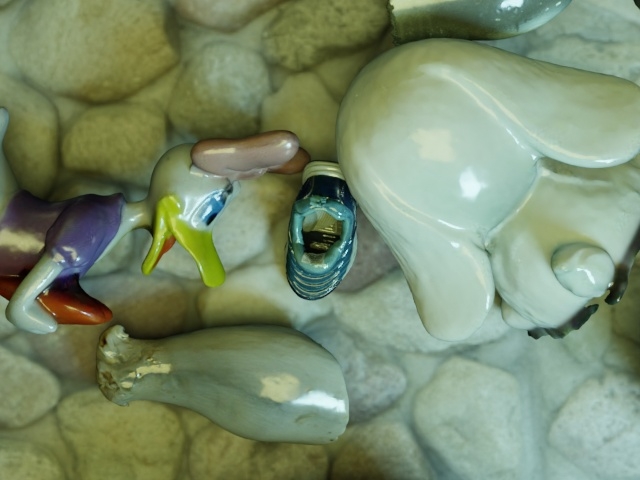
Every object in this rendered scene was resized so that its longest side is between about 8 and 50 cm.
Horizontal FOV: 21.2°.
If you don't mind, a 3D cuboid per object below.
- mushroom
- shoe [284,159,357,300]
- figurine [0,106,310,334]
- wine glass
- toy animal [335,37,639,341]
[{"bbox_3d":[-0.087,0.123,1.509,0.225,0.093,0.116,11,123,-8],"label":"mushroom"},{"bbox_3d":[0.000,0.000,1.484,0.064,0.071,0.143,14,130,3],"label":"shoe"},{"bbox_3d":[-0.219,-0.018,1.451,0.421,0.154,0.193,-2,88,3],"label":"figurine"},{"bbox_3d":[0.163,-0.221,1.434,0.222,0.103,0.103,-11,102,0],"label":"wine glass"},{"bbox_3d":[0.145,-0.035,1.437,0.289,0.174,0.249,13,101,-5],"label":"toy animal"}]
